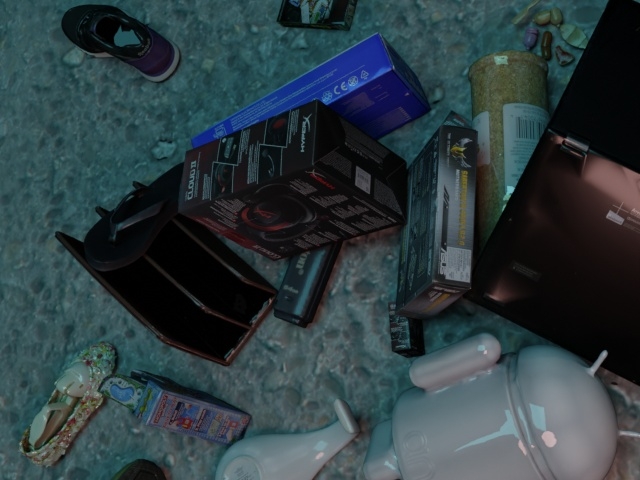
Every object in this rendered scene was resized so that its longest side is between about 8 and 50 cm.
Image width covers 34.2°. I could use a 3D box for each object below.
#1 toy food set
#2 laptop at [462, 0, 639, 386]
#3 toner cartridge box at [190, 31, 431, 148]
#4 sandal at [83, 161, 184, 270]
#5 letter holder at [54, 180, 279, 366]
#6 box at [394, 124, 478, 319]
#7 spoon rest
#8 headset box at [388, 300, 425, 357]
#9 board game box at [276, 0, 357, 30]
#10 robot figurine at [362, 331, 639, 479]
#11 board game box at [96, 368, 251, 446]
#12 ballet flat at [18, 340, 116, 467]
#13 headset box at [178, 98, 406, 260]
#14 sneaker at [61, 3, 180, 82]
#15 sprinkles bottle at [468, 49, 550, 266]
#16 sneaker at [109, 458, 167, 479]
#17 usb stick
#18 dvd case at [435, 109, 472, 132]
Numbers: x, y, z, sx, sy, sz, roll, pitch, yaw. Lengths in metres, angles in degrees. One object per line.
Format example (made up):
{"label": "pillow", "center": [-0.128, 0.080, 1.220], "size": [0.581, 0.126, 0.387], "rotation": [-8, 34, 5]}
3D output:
{"label": "toy food set", "center": [0.351, -0.309, 1.584], "size": [0.078, 0.019, 0.122], "rotation": [-41, 69, 10]}
{"label": "laptop", "center": [0.459, -0.046, 1.371], "size": [0.382, 0.236, 0.408], "rotation": [27, 116, 8]}
{"label": "toner cartridge box", "center": [-0.016, -0.183, 1.643], "size": [0.347, 0.165, 0.075], "rotation": [-27, 65, 16]}
{"label": "sandal", "center": [-0.277, -0.052, 1.626], "size": [0.097, 0.054, 0.254], "rotation": [26, 56, 27]}
{"label": "letter holder", "center": [-0.251, 0.037, 1.664], "size": [0.302, 0.214, 0.152], "rotation": [39, 94, 30]}
{"label": "box", "center": [0.161, -0.021, 1.459], "size": [0.056, 0.183, 0.231], "rotation": [9, 70, -9]}
{"label": "spoon rest", "center": [-0.048, 0.331, 1.559], "size": [0.276, 0.084, 0.137], "rotation": [-35, 64, 21]}
{"label": "headset box", "center": [0.127, 0.127, 1.538], "size": [0.032, 0.062, 0.083], "rotation": [-11, 70, 24]}
{"label": "board game box", "center": [0.018, -0.489, 1.796], "size": [0.136, 0.030, 0.260], "rotation": [10, 80, 31]}
{"label": "robot figurine", "center": [0.234, 0.259, 1.361], "size": [0.353, 0.200, 0.300], "rotation": [-24, 110, 22]}
{"label": "board game box", "center": [-0.238, 0.249, 1.606], "size": [0.194, 0.194, 0.060], "rotation": [21, 85, 29]}
{"label": "ballet flat", "center": [-0.430, 0.277, 1.761], "size": [0.091, 0.077, 0.241], "rotation": [28, 88, 31]}
{"label": "headset box", "center": [-0.052, -0.076, 1.541], "size": [0.293, 0.218, 0.110], "rotation": [-17, 58, 37]}
{"label": "sneaker", "center": [-0.391, -0.393, 1.914], "size": [0.283, 0.124, 0.107], "rotation": [25, 86, 30]}
{"label": "sprinkles bottle", "center": [0.278, -0.090, 1.495], "size": [0.121, 0.121, 0.356], "rotation": [-7, 71, 24]}
{"label": "sneaker", "center": [-0.382, 0.525, 1.638], "size": [0.182, 0.158, 0.410], "rotation": [15, 77, 47]}
{"label": "usb stick", "center": [0.000, 0.000, 1.648], "size": [0.077, 0.045, 0.278], "rotation": [18, 84, 32]}
{"label": "dvd case", "center": [0.202, -0.133, 1.606], "size": [0.087, 0.013, 0.119], "rotation": [35, 93, 30]}
